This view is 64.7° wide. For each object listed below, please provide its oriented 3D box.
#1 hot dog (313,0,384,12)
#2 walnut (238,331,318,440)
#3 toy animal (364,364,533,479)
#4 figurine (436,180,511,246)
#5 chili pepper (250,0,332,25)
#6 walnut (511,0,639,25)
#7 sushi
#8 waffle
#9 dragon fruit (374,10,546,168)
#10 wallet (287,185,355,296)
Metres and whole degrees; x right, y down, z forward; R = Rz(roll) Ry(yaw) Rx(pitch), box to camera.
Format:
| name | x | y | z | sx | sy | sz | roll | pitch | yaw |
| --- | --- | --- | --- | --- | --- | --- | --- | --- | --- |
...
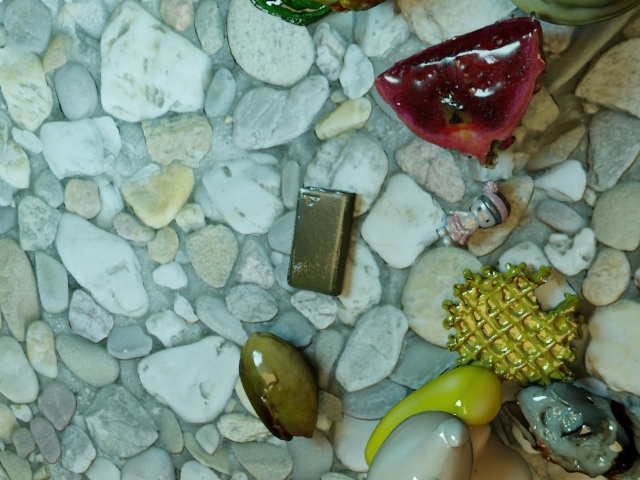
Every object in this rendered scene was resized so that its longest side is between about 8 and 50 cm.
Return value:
| name | x | y | z | sx | sy | sz | roll | pitch | yaw |
| --- | --- | --- | --- | --- | --- | --- | --- | --- | --- |
| hot dog | 0.032 | -0.424 | 0.737 | 0.150 | 0.257 | 0.153 | 49 | 123 | 16 |
| walnut | -0.076 | 0.284 | 0.975 | 0.137 | 0.137 | 0.245 | -25 | 94 | 19 |
| toy animal | 0.231 | 0.363 | 0.808 | 0.277 | 0.345 | 0.247 | -43 | 82 | 2 |
| figurine | 0.258 | -0.041 | 0.856 | 0.129 | 0.054 | 0.072 | -35 | 76 | 26 |
| chili pepper | -0.058 | -0.416 | 0.864 | 0.182 | 0.050 | 0.073 | 23 | 98 | 7 |
| walnut | 0.346 | -0.419 | 0.628 | 0.285 | 0.296 | 0.285 | 29 | 133 | 37 |
| sushi | 0.470 | 0.322 | 0.815 | 0.332 | 0.124 | 0.129 | 22 | 126 | -1 |
| waffle | 0.330 | 0.150 | 0.875 | 0.232 | 0.051 | 0.228 | 0 | 104 | 16 |
| dragon fruit | 0.241 | -0.221 | 0.790 | 0.262 | 0.134 | 0.211 | 3 | 121 | 42 |
| wallet | 0.000 | 0.000 | 0.944 | 0.110 | 0.031 | 0.197 | 11 | 104 | 14 |
